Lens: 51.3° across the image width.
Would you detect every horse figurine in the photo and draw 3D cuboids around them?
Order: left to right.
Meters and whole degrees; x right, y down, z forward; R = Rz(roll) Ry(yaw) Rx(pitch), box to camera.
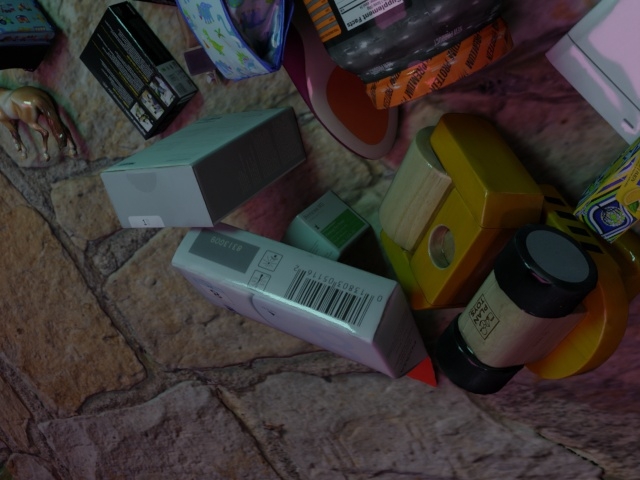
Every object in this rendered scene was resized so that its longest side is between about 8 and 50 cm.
[{"bbox_3d":[-0.569,-0.236,1.277,0.263,0.066,0.174,10,129,33],"label":"horse figurine"}]

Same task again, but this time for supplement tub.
[{"bbox_3d":[0.060,-0.322,0.685,0.207,0.207,0.337,-14,110,40],"label":"supplement tub"}]

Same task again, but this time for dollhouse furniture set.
[{"bbox_3d":[-0.161,-0.294,0.994,0.081,0.091,0.114,105,147,-81],"label":"dollhouse furniture set"}]

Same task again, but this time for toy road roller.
[{"bbox_3d":[0.241,0.013,0.816,0.329,0.241,0.202,65,146,37],"label":"toy road roller"}]

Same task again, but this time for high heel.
[{"bbox_3d":[-0.023,-0.278,0.877,0.377,0.127,0.181,62,169,-24],"label":"high heel"}]

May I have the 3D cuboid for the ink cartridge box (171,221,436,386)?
[{"bbox_3d":[-0.004,0.132,0.984,0.308,0.091,0.385,17,156,26],"label":"ink cartridge box"}]

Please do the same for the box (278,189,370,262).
[{"bbox_3d":[0.000,0.000,1.004,0.087,0.101,0.102,41,131,7],"label":"box"}]

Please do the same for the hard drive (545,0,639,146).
[{"bbox_3d":[0.421,-0.215,0.612,0.233,0.047,0.353,47,133,1],"label":"hard drive"}]

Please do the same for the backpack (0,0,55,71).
[{"bbox_3d":[-0.559,-0.380,1.124,0.117,0.158,0.173,-37,82,35],"label":"backpack"}]

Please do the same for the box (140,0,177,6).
[{"bbox_3d":[-0.253,-0.373,0.882,0.148,0.180,0.077,16,99,25],"label":"box"}]

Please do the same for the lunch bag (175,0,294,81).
[{"bbox_3d":[-0.095,-0.256,0.737,0.129,0.096,0.151,16,125,61],"label":"lunch bag"}]

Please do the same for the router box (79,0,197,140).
[{"bbox_3d":[-0.297,-0.271,1.077,0.179,0.046,0.133,52,134,-4],"label":"router box"}]

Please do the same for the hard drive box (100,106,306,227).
[{"bbox_3d":[-0.162,-0.108,0.959,0.181,0.232,0.089,1,118,35],"label":"hard drive box"}]

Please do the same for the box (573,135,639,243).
[{"bbox_3d":[0.341,-0.076,0.685,0.054,0.059,0.169,38,134,6],"label":"box"}]
